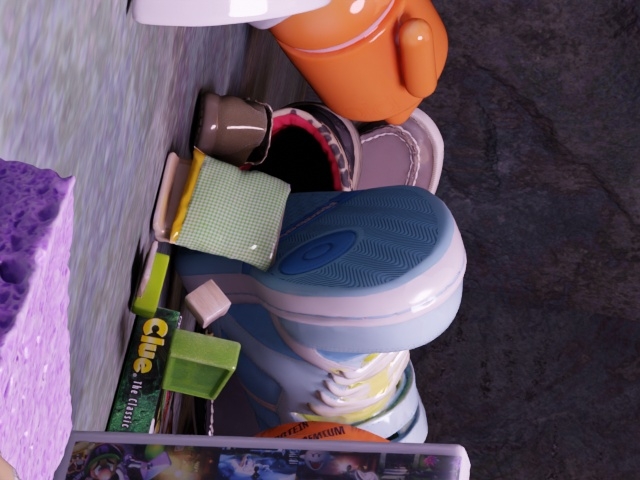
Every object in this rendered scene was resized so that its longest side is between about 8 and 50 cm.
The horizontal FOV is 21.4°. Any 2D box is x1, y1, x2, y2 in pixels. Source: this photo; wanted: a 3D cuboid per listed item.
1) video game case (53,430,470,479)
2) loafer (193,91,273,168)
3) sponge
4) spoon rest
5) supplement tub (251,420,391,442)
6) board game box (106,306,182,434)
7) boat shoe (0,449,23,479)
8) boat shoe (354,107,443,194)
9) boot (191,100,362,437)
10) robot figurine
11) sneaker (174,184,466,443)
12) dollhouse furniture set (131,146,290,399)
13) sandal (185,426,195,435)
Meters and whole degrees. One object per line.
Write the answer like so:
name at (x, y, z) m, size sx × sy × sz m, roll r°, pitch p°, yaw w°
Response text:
video game case at (-0.040, 0.162, 0.715) m, size 0.022 × 0.190 × 0.173 m, roll 66°, pitch 29°, yaw -52°
loafer at (-0.059, -0.073, 1.177) m, size 0.148 × 0.050 × 0.056 m, roll -74°, pitch 175°, yaw -86°
sponge at (-0.103, 0.087, 0.447) m, size 0.210 × 0.031 × 0.117 m, roll -77°, pitch 178°, yaw -47°
spoon rest at (-0.027, -0.155, 0.832) m, size 0.276 × 0.084 × 0.137 m, roll -76°, pitch 178°, yaw -68°
supplement tub at (-0.030, 0.258, 0.935) m, size 0.338 × 0.207 × 0.207 m, roll -63°, pitch 167°, yaw -60°
board game box at (-0.119, 0.162, 1.080) m, size 0.260 × 0.030 × 0.136 m, roll 101°, pitch 3°, yaw -58°
boat shoe at (-0.069, 0.067, 0.321) m, size 0.190 × 0.068 × 0.072 m, roll 78°, pitch -1°, yaw -49°
boat shoe at (0.000, 0.000, 1.649) m, size 0.324 × 0.116 × 0.096 m, roll -48°, pitch 173°, yaw 33°
boot at (-0.042, 0.059, 1.444) m, size 0.284 × 0.138 × 0.377 m, roll -18°, pitch 122°, yaw -88°
robot figurine at (0.029, -0.183, 1.399) m, size 0.219 × 0.128 × 0.158 m, roll 48°, pitch 25°, yaw -53°
sneaker at (0.031, 0.079, 1.093) m, size 0.208 × 0.127 × 0.319 m, roll 65°, pitch -18°, yaw -13°
dollhouse furniture set at (-0.061, 0.009, 0.960) m, size 0.058 × 0.076 × 0.152 m, roll 118°, pitch -15°, yaw -63°
sandal at (-0.110, 0.213, 1.688) m, size 0.219 × 0.090 × 0.060 m, roll -60°, pitch 140°, yaw -68°
